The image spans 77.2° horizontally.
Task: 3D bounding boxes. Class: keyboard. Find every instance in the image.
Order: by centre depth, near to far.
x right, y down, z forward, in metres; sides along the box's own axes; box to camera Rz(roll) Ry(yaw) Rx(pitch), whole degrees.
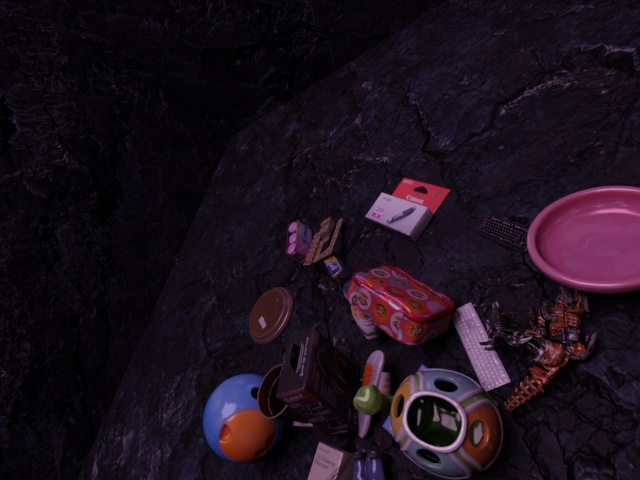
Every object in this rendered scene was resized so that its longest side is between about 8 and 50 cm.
[{"bbox_3d":[0.439,0.290,1.122,0.072,0.014,0.256,-36,39,22],"label":"keyboard"},{"bbox_3d":[0.580,-0.037,1.235,0.108,0.023,0.180,-53,36,0],"label":"keyboard"}]

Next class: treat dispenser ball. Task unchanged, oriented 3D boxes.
[{"bbox_3d":[-0.261,0.616,1.399,0.288,0.288,0.288,-29,41,30],"label":"treat dispenser ball"}]

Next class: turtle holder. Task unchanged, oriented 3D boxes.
[{"bbox_3d":[0.265,0.408,0.963,0.320,0.227,0.243,38,89,35],"label":"turtle holder"}]

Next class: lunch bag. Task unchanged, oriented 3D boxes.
[{"bbox_3d":[0.255,0.187,1.234,0.293,0.258,0.120,33,117,41],"label":"lunch bag"}]

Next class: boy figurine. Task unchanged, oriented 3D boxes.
[{"bbox_3d":[0.136,0.707,1.041,0.177,0.092,0.285,-26,44,32],"label":"boy figurine"}]

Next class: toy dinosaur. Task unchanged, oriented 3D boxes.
[{"bbox_3d":[0.518,0.245,0.966,0.218,0.164,0.322,23,56,38],"label":"toy dinosaur"}]

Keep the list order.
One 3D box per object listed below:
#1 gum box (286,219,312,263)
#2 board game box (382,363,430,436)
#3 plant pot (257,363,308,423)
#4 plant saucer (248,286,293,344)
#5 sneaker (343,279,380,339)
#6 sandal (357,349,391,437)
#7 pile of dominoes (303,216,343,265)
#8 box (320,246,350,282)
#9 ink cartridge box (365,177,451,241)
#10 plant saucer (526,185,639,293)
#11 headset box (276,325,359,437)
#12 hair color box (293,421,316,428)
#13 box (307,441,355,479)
[{"bbox_3d":[-0.100,0.009,1.897,0.062,0.107,0.188,-28,42,31],"label":"gum box"},{"bbox_3d":[0.288,0.477,1.109,0.211,0.039,0.160,-55,36,-5],"label":"board game box"},{"bbox_3d":[-0.090,0.513,1.308,0.167,0.165,0.167,-30,41,29],"label":"plant pot"},{"bbox_3d":[-0.234,0.334,1.830,0.277,0.041,0.278,-28,43,30],"label":"plant saucer"},{"bbox_3d":[0.149,0.235,1.419,0.111,0.131,0.296,-13,20,7],"label":"sneaker"},{"bbox_3d":[0.172,0.469,1.228,0.102,0.076,0.265,-168,91,-77],"label":"sandal"},{"bbox_3d":[0.000,0.000,1.782,0.196,0.040,0.251,-32,25,37],"label":"pile of dominoes"},{"bbox_3d":[0.060,0.101,1.676,0.054,0.059,0.169,-46,35,10],"label":"box"},{"bbox_3d":[0.336,-0.143,1.576,0.239,0.060,0.275,-56,35,-2],"label":"ink cartridge box"},{"bbox_3d":[0.689,0.005,0.972,0.332,0.084,0.332,-23,36,18],"label":"plant saucer"},{"bbox_3d":[-0.007,0.427,1.234,0.110,0.293,0.218,-27,30,26],"label":"headset box"},{"bbox_3d":[-0.031,0.560,1.390,0.093,0.053,0.167,-19,46,38],"label":"hair color box"},{"bbox_3d":[0.015,0.742,1.145,0.113,0.094,0.275,-7,56,47],"label":"box"}]
